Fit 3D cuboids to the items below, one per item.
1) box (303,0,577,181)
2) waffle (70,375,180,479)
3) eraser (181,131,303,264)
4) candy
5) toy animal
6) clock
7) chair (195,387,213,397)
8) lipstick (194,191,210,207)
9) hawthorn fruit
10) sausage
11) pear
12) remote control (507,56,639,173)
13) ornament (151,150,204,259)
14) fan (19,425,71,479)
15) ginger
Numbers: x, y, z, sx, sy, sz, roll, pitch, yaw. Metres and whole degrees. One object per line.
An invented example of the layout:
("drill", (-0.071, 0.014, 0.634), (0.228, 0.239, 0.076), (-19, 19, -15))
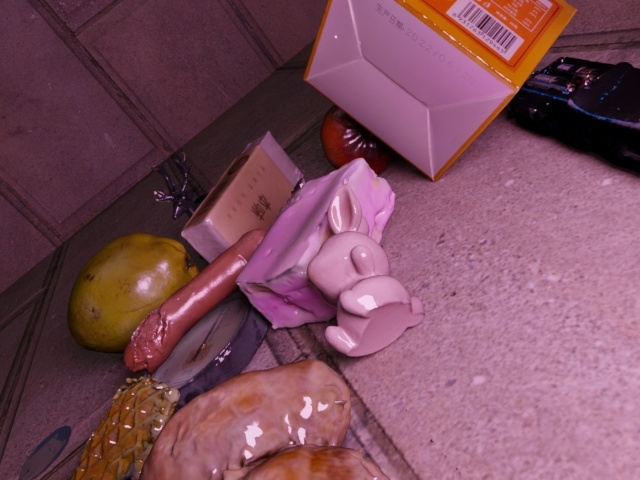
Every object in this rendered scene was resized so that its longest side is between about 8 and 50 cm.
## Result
("box", (0.163, -0.294, 0.875), (0.214, 0.283, 0.259), (-49, -3, -24))
("waffle", (-0.276, 0.286, 0.802), (0.214, 0.054, 0.208), (-11, 47, 51))
("eraser", (-0.146, -0.080, 1.209), (0.078, 0.144, 0.343), (-23, 28, 35))
("candy", (0.000, 0.000, 0.884), (0.155, 0.116, 0.265), (-16, 31, 40))
("toy animal", (0.034, 0.036, 0.724), (0.124, 0.124, 0.212), (-34, 46, 10))
("clock", (-0.183, 0.170, 0.924), (0.226, 0.049, 0.226), (-32, 25, 16))
("chair", (-0.161, 0.233, 0.790), (0.086, 0.037, 0.042), (-30, 36, 9))
("lipstick", (-0.218, -0.118, 1.501), (0.312, 0.051, 0.051), (-14, 31, 41))
("hawthorn fruit", (0.075, -0.199, 1.119), (0.157, 0.157, 0.194), (-37, 5, 3))
("sausage", (-0.189, 0.091, 0.928), (0.304, 0.078, 0.078), (-44, 24, -14))
("pear", (-0.353, 0.103, 1.095), (0.269, 0.212, 0.212), (-34, 24, 5))
("remote control", (0.368, -0.174, 0.739), (0.144, 0.062, 0.399), (-37, 22, 5))
("ornament", (-0.275, -0.104, 1.322), (0.080, 0.236, 0.202), (-14, 34, 34))
("fan", (-0.505, 0.399, 1.022), (0.113, 0.005, 0.175), (-8, 38, 50))
("ginger", (-0.045, 0.231, 0.477), (0.244, 0.155, 0.304), (-39, 22, -7))
